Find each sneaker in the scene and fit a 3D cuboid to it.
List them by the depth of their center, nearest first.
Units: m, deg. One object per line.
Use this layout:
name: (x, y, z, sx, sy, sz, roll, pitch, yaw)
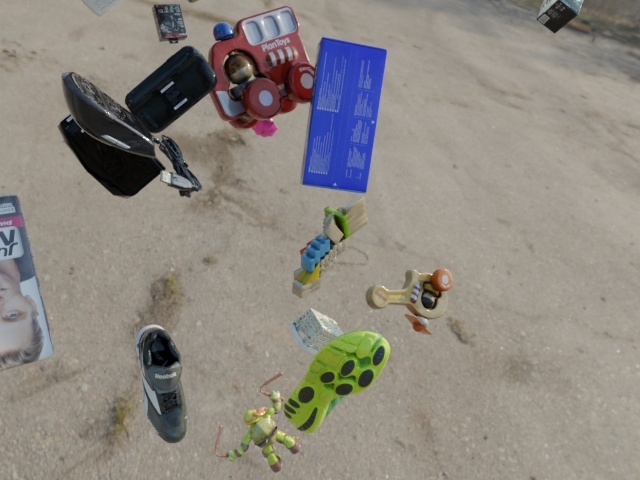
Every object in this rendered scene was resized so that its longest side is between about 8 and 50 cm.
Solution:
sneaker: (0.027, 0.253, 0.942, 0.109, 0.296, 0.123, 42, 34, 4)
sneaker: (-0.303, 0.274, 0.943, 0.078, 0.106, 0.235, -10, 80, -30)

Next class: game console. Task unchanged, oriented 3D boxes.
game console: (-0.377, -0.265, 1.072, 0.213, 0.361, 0.044, 51, 8, -21)

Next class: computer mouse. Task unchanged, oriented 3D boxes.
computer mouse: (-0.310, -0.153, 0.807, 0.184, 0.060, 0.262, 53, 10, 30)

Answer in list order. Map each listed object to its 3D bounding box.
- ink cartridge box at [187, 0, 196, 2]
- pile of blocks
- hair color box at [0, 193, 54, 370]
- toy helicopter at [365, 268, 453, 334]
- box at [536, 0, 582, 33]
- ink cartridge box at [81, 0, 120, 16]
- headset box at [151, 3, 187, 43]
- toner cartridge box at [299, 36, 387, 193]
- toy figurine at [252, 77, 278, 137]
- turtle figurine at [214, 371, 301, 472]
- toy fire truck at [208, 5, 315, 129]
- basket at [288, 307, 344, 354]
ink cartridge box: (-0.113, -0.493, 0.767, 0.234, 0.088, 0.193, -15, 40, 25)
pile of blocks: (0.000, 0.000, 1.519, 0.112, 0.149, 0.362, 28, 77, 39)
hair color box: (-0.680, 0.091, 1.010, 0.173, 0.348, 0.105, -13, 7, -29)
toy helicopter: (0.309, 0.218, 1.729, 0.354, 0.140, 0.235, 4, 80, -30)
box: (0.481, -0.473, 0.979, 0.052, 0.062, 0.083, 32, 68, -10)
ink cartridge box: (-0.361, -0.585, 0.762, 0.091, 0.308, 0.385, 56, 3, 19)
headset box: (-0.353, -0.506, 1.150, 0.062, 0.084, 0.032, -18, 13, -28)
toner cartridge box: (0.053, -0.300, 1.207, 0.165, 0.348, 0.075, 7, 7, -9)
toy figurine: (-0.158, -0.393, 1.483, 0.130, 0.159, 0.173, 17, 14, -6)
turtle figurine: (-0.140, 0.515, 1.333, 0.087, 0.217, 0.270, 2, 44, 50)
toy fire truck: (-0.156, -0.439, 1.249, 0.302, 0.254, 0.169, -29, 15, -26)
basket: (-0.005, 0.313, 1.646, 0.167, 0.103, 0.113, 36, 11, -46)
